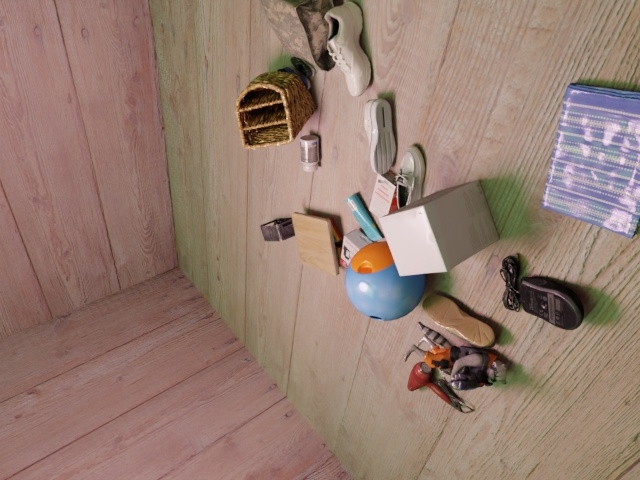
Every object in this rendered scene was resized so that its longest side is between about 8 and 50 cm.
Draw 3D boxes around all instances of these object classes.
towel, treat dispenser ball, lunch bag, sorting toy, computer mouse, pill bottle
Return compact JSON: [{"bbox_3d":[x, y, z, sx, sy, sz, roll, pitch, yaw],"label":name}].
[{"bbox_3d":[0.666,-0.189,1.145,0.243,0.040,0.336,30,134,43],"label":"towel"},{"bbox_3d":[0.232,0.145,1.742,0.288,0.288,0.288,33,135,40],"label":"treat dispenser ball"},{"bbox_3d":[-0.057,-0.745,1.676,0.235,0.169,0.287,40,165,35],"label":"lunch bag"},{"bbox_3d":[0.000,0.000,2.158,0.257,0.089,0.255,17,124,50],"label":"sorting toy"},{"bbox_3d":[0.643,0.156,1.384,0.272,0.072,0.189,33,139,57],"label":"computer mouse"},{"bbox_3d":[-0.044,-0.359,1.997,0.078,0.078,0.137,30,133,42],"label":"pill bottle"}]

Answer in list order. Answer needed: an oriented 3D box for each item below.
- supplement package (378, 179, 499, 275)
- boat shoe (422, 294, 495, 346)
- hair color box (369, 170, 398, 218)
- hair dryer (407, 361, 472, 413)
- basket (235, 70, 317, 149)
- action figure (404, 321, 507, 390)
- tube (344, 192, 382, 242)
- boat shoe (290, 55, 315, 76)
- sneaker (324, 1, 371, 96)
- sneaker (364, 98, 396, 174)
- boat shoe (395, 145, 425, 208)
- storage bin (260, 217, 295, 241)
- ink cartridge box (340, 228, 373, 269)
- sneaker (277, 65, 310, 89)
[{"bbox_3d":[0.360,-0.036,1.467,0.198,0.262,0.199,-13,99,56],"label":"supplement package"},{"bbox_3d":[0.476,0.286,1.669,0.285,0.103,0.092,29,165,43],"label":"boat shoe"},{"bbox_3d":[0.239,-0.159,1.752,0.093,0.053,0.167,44,143,32],"label":"hair color box"},{"bbox_3d":[0.445,0.587,1.922,0.293,0.080,0.224,-9,104,57],"label":"hair dryer"},{"bbox_3d":[-0.208,-0.514,1.899,0.299,0.223,0.213,4,143,41],"label":"basket"},{"bbox_3d":[0.460,0.402,1.628,0.330,0.341,0.179,13,84,23],"label":"action figure"},{"bbox_3d":[0.170,-0.086,1.905,0.207,0.052,0.080,59,160,-1],"label":"tube"},{"bbox_3d":[-0.077,-0.676,1.871,0.142,0.040,0.049,43,141,30],"label":"boat shoe"},{"bbox_3d":[0.081,-0.625,1.604,0.111,0.129,0.297,7,118,51],"label":"sneaker"},{"bbox_3d":[0.201,-0.359,1.662,0.091,0.094,0.258,-135,38,-59],"label":"sneaker"},{"bbox_3d":[0.294,-0.201,1.620,0.079,0.081,0.228,28,132,43],"label":"boat shoe"},{"bbox_3d":[-0.201,-0.054,2.375,0.180,0.122,0.084,-1,110,55],"label":"storage bin"},{"bbox_3d":[0.153,0.059,1.982,0.127,0.072,0.175,44,148,31],"label":"ink cartridge box"},{"bbox_3d":[-0.112,-0.635,1.908,0.152,0.084,0.058,47,143,25],"label":"sneaker"}]
